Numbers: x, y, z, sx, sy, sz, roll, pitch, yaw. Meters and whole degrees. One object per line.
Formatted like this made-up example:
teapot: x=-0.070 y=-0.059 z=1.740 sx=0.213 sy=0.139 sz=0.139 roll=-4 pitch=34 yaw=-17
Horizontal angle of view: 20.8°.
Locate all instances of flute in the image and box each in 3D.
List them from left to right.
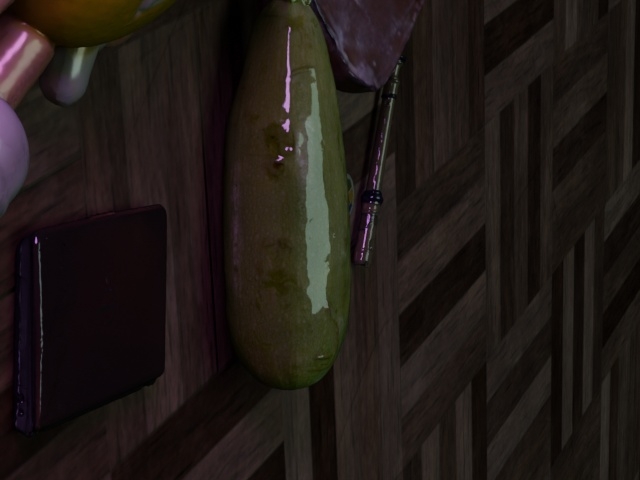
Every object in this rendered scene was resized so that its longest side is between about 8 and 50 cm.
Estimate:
flute: x=0.062 y=-0.085 z=1.873 sx=0.027 sy=0.027 sz=0.233 roll=29 pitch=70 yaw=-67

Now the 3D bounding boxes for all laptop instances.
laptop: x=-0.173 y=0.054 z=1.334 sx=0.207 sy=0.026 sz=0.154 roll=-19 pitch=111 yaw=-67

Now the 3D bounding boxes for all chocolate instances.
chocolate: x=0.022 y=-0.249 z=1.662 sx=0.157 sy=0.080 sz=0.254 roll=61 pitch=37 yaw=-32

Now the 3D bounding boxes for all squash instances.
squash: x=-0.031 y=-0.047 z=1.535 sx=0.118 sy=0.118 sz=0.371 roll=-28 pitch=121 yaw=-64

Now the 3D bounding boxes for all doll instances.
doll: x=-0.155 y=-0.214 z=1.106 sx=0.423 sy=0.161 sz=0.348 roll=-62 pitch=170 yaw=-5

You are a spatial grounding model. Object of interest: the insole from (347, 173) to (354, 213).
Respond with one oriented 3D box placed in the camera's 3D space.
insole: x=0.000 y=0.000 z=1.769 sx=0.193 sy=0.006 sz=0.065 roll=-59 pitch=148 yaw=-45
